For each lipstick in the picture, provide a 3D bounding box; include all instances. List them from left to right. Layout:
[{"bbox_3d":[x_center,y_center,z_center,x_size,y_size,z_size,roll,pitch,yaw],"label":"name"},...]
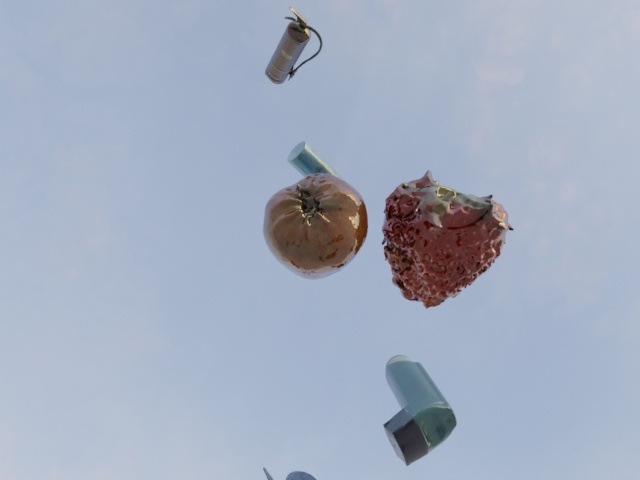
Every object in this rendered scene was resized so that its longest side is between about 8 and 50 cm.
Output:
[{"bbox_3d":[0.011,-0.108,0.923,0.048,0.048,0.158,-42,-63,14],"label":"lipstick"}]

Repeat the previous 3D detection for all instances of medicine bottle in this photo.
[{"bbox_3d":[0.168,0.304,0.977,0.124,0.258,0.079,-25,-76,1],"label":"medicine bottle"}]

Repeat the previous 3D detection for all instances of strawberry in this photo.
[{"bbox_3d":[0.179,0.005,0.783,0.186,0.184,0.202,13,-73,-1],"label":"strawberry"}]

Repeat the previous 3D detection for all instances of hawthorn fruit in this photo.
[{"bbox_3d":[0.008,-0.009,0.725,0.149,0.149,0.189,-38,-43,13],"label":"hawthorn fruit"}]

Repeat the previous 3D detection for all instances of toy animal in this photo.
[{"bbox_3d":[-0.111,0.640,1.236,0.239,0.255,0.176,-38,-107,-13],"label":"toy animal"}]

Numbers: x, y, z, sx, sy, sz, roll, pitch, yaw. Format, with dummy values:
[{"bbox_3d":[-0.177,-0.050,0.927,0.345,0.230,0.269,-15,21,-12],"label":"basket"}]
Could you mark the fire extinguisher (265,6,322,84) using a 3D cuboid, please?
[{"bbox_3d":[-0.045,-0.328,0.885,0.078,0.045,0.157,20,-26,-17],"label":"fire extinguisher"}]
